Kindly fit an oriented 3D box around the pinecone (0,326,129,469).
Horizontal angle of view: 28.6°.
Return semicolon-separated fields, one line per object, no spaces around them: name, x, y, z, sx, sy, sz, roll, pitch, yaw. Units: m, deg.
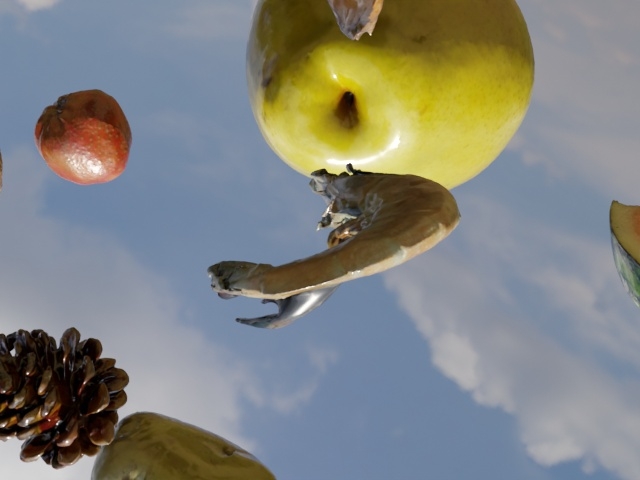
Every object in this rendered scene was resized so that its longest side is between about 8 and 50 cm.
pinecone;-0.194;0.109;0.870;0.109;0.102;0.102;12;-154;-40

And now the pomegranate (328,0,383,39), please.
pomegranate;0.034;-0.265;0.851;0.207;0.207;0.207;26;-160;-10

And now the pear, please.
pear;0.087;-0.223;1.576;0.362;0.362;0.418;32;-153;6

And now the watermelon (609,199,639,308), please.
watermelon;0.356;0.033;1.124;0.245;0.063;0.119;20;-124;34

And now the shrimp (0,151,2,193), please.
shrimp;-0.474;-0.173;1.565;0.164;0.317;0.062;-6;-168;40

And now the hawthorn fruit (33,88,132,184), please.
hawthorn fruit;-0.284;-0.124;1.527;0.128;0.128;0.128;26;-160;-10

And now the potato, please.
potato;-0.138;0.258;1.297;0.200;0.137;0.154;26;-148;3

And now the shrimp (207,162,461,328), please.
shrimp;0.000;0.000;0.791;0.046;0.152;0.219;65;172;-16
